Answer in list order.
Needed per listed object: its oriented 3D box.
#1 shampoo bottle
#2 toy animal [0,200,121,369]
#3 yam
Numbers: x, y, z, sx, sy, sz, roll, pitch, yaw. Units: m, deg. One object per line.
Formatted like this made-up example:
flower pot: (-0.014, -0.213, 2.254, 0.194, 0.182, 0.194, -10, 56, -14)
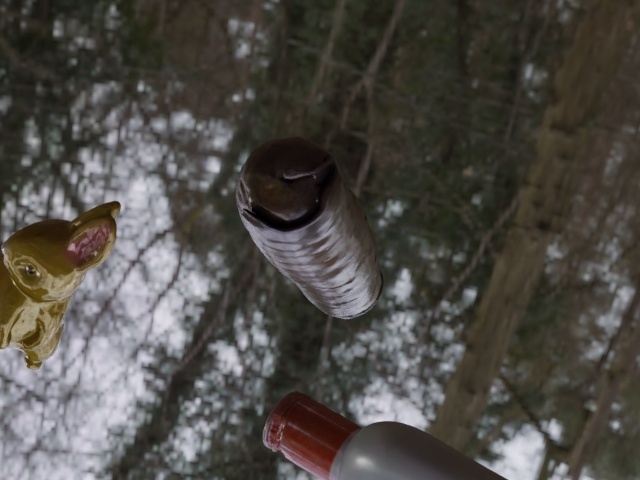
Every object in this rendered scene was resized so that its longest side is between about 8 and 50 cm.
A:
shampoo bottle: (0.064, 0.157, 0.832, 0.220, 0.108, 0.051, 26, -124, 26)
toy animal: (-0.182, 0.016, 0.911, 0.070, 0.159, 0.083, 6, -124, -37)
yam: (0.000, 0.000, 0.608, 0.046, 0.046, 0.264, 16, 172, 8)
